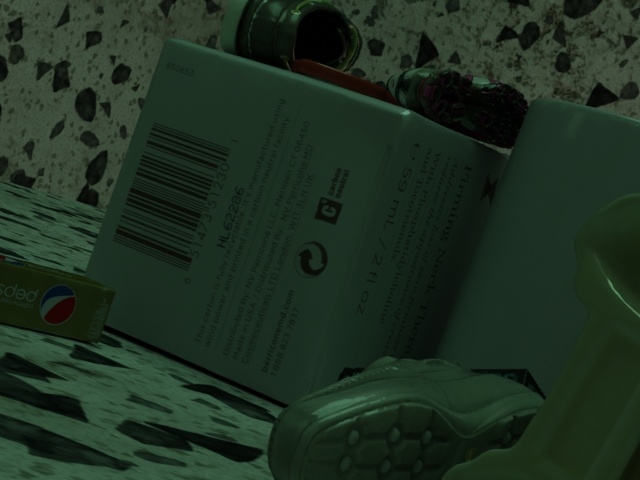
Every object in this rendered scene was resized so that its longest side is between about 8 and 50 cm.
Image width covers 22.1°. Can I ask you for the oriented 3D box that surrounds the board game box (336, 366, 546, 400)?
[{"bbox_3d":[0.122,0.157,1.476,0.186,0.026,0.126,-3,-37,32],"label":"board game box"}]

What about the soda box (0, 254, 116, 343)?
[{"bbox_3d":[-0.290,0.050,1.574,0.181,0.058,0.061,18,1,-44],"label":"soda box"}]

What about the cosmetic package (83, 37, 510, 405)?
[{"bbox_3d":[0.000,0.000,1.860,0.327,0.329,0.393,20,2,29],"label":"cosmetic package"}]

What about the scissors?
[{"bbox_3d":[0.097,-0.146,1.823,0.297,0.021,0.109,20,0,-22],"label":"scissors"}]

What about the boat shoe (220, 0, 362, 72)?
[{"bbox_3d":[-0.013,-0.233,1.935,0.091,0.109,0.305,19,7,22],"label":"boat shoe"}]

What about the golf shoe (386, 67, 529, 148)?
[{"bbox_3d":[0.154,-0.151,1.776,0.186,0.067,0.086,18,3,-42],"label":"golf shoe"}]

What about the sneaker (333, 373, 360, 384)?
[{"bbox_3d":[0.127,0.198,1.406,0.281,0.105,0.115,16,-32,4],"label":"sneaker"}]

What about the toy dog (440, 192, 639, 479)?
[{"bbox_3d":[0.342,0.168,1.180,0.395,0.284,0.408,21,0,31],"label":"toy dog"}]

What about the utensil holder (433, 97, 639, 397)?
[{"bbox_3d":[0.298,0.079,1.717,0.327,0.385,0.327,18,1,0],"label":"utensil holder"}]

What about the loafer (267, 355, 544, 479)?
[{"bbox_3d":[0.056,0.143,1.229,0.111,0.112,0.319,25,10,34],"label":"loafer"}]
